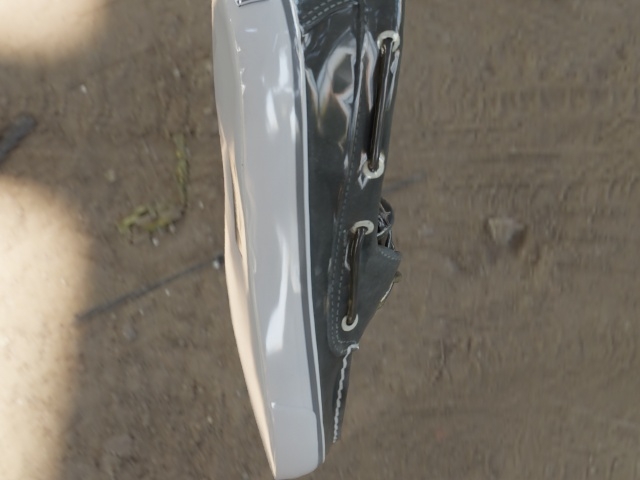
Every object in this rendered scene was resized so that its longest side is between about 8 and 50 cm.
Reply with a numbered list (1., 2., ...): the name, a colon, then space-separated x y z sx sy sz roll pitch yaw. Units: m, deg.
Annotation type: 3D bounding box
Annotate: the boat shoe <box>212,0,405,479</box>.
1. boat shoe: 0.000 0.000 0.385 0.040 0.142 0.049 -9 39 -10
